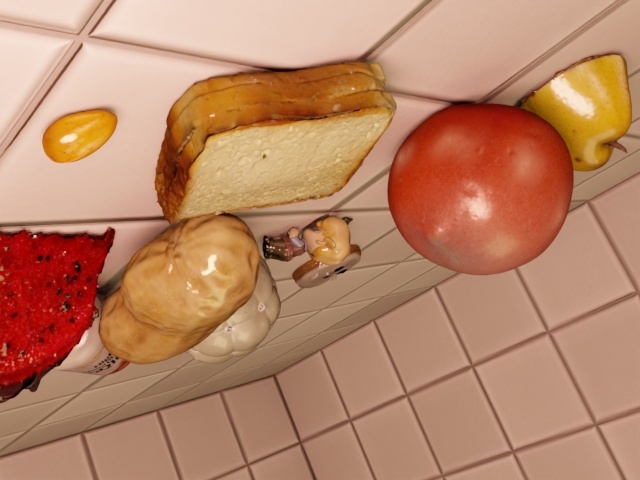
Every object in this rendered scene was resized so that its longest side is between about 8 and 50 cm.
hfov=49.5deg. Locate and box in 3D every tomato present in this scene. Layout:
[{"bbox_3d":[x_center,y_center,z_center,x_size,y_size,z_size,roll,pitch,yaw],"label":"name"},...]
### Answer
[{"bbox_3d":[0.275,-0.083,1.218,0.322,0.321,0.321,-22,165,-6],"label":"tomato"}]

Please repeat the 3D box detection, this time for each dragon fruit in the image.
[{"bbox_3d":[-0.481,0.103,1.028,0.100,0.282,0.343,16,-172,31],"label":"dragon fruit"}]

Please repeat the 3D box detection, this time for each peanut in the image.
[{"bbox_3d":[-0.241,0.091,1.132,0.192,0.169,0.387,-4,151,-44],"label":"peanut"}]

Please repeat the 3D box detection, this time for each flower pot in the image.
[{"bbox_3d":[-0.202,0.115,1.341,0.246,0.246,0.195,-30,164,23],"label":"flower pot"}]

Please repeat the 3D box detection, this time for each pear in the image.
[{"bbox_3d":[0.513,-0.224,1.368,0.267,0.178,0.267,-17,164,-5],"label":"pear"}]

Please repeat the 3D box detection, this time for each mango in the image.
[{"bbox_3d":[-0.272,-0.120,0.789,0.089,0.046,0.060,-28,165,-2],"label":"mango"}]

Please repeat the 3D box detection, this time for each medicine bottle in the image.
[{"bbox_3d":[-0.453,0.167,1.296,0.157,0.157,0.288,-24,165,0],"label":"medicine bottle"}]

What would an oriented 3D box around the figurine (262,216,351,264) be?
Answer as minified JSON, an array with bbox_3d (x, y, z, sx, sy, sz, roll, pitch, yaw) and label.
[{"bbox_3d":[-0.029,0.004,1.521,0.196,0.108,0.114,-2,151,-9],"label":"figurine"}]

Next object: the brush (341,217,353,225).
[{"bbox_3d":[0.000,0.000,1.648,0.190,0.027,0.034,-31,162,28],"label":"brush"}]

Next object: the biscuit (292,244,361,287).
[{"bbox_3d":[0.021,0.078,1.911,0.208,0.049,0.181,-27,166,20],"label":"biscuit"}]

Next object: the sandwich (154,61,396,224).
[{"bbox_3d":[-0.069,-0.133,0.955,0.301,0.099,0.271,-12,158,-27],"label":"sandwich"}]
